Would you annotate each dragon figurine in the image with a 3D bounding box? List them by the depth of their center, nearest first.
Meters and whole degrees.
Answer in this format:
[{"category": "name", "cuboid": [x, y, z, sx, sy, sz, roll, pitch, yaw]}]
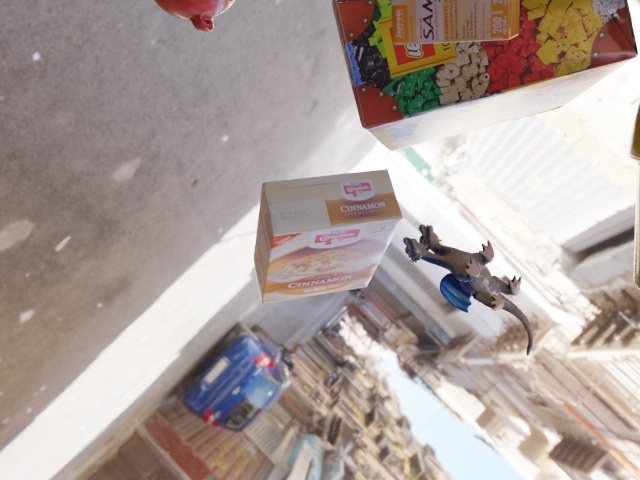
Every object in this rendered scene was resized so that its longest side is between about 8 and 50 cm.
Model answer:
[{"category": "dragon figurine", "cuboid": [0.274, 0.077, 1.123, 0.085, 0.289, 0.144, -49, -166, -18]}]

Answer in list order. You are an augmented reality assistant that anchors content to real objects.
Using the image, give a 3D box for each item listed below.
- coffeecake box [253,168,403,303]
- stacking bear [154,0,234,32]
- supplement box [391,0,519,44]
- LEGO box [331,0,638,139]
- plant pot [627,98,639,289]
[{"category": "coffeecake box", "cuboid": [0.000, 0.000, 0.733, 0.142, 0.068, 0.185, -8, 154, -13]}, {"category": "stacking bear", "cuboid": [-0.165, -0.335, 0.581, 0.164, 0.175, 0.289, -19, 141, 14]}, {"category": "supplement box", "cuboid": [0.108, -0.194, 0.507, 0.036, 0.098, 0.062, -39, 129, -53]}, {"category": "LEGO box", "cuboid": [0.255, -0.302, 1.065, 0.372, 0.193, 0.500, -13, -178, 12]}, {"category": "plant pot", "cuboid": [0.488, -0.040, 0.740, 0.254, 0.254, 0.239, -27, 127, -67]}]
